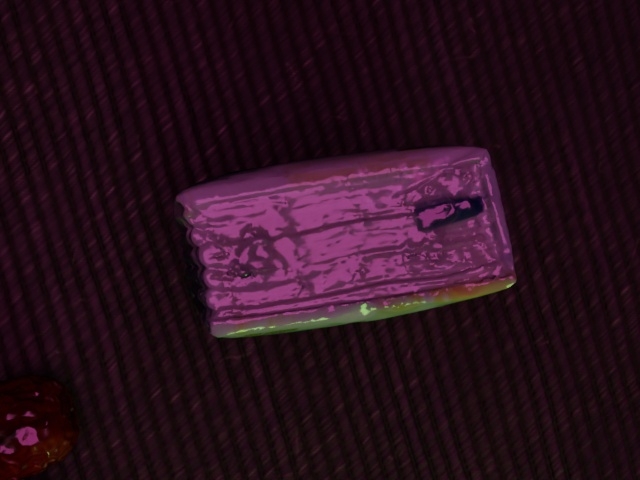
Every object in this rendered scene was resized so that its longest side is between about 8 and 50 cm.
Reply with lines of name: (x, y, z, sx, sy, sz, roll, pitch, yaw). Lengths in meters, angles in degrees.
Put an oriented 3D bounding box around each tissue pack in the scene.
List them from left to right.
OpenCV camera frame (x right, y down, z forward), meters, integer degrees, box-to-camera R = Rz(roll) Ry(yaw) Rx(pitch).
tissue pack: (0.000, 0.000, 1.185, 0.287, 0.388, 0.162, -9, 91, -7)

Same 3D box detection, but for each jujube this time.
jujube: (-0.356, 0.215, 1.283, 0.176, 0.112, 0.109, -20, 94, -3)

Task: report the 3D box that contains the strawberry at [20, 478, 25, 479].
strawberry: (-0.333, 0.399, 1.299, 0.233, 0.138, 0.306, -19, 121, 10)
